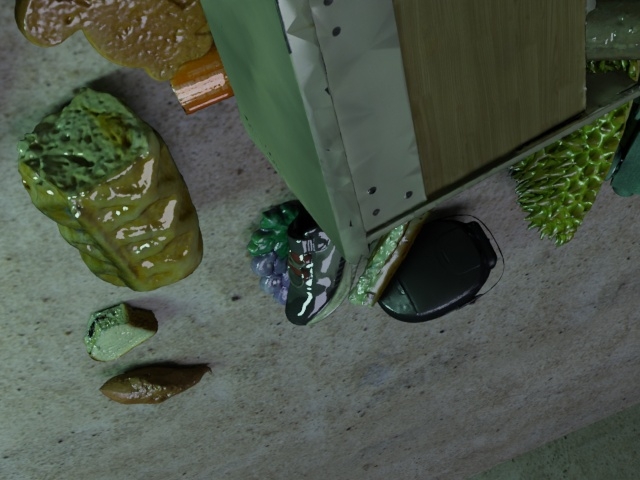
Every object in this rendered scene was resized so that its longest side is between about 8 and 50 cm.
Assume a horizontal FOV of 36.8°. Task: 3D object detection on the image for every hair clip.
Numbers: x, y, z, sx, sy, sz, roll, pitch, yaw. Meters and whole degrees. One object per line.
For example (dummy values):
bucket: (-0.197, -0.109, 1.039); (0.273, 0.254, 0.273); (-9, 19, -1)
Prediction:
hair clip: (-0.043, 0.011, 1.338); (0.124, 0.052, 0.195); (-36, 145, -14)

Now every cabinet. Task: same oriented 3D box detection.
cabinet: (0.081, -0.210, 0.811); (0.318, 0.227, 0.290); (-28, 136, -10)

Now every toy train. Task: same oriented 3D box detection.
toy train: (0.473, -0.175, 1.346); (0.105, 0.157, 0.253); (18, 147, 9)

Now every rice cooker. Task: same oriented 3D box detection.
rice cooker: (0.174, 0.046, 1.457); (0.203, 0.142, 0.118); (-24, 163, -3)

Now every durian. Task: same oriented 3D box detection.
durian: (0.358, -0.122, 1.322); (0.169, 0.158, 0.352); (-25, 149, -26)

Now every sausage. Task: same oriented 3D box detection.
sausage: (-0.042, -0.201, 0.963); (0.234, 0.071, 0.071); (-23, 151, -5)

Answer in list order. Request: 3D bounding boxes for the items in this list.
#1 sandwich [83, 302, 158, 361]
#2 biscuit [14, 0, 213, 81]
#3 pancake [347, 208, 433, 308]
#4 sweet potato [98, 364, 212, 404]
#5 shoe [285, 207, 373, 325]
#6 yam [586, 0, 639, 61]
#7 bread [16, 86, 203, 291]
sandwich: (-0.290, 0.130, 1.337); (0.105, 0.035, 0.093); (-35, 150, 19)
biscuit: (-0.175, -0.232, 0.820); (0.184, 0.035, 0.249); (-49, 140, 15)
pancake: (0.118, -0.020, 1.274); (0.197, 0.054, 0.376); (-55, 174, -33)
sweet potato: (-0.252, 0.224, 1.498); (0.068, 0.060, 0.206); (-5, -179, 42)
shoe: (0.000, 0.000, 1.258); (0.112, 0.099, 0.227); (30, 93, -37)
yam: (0.411, -0.249, 1.104); (0.259, 0.093, 0.093); (4, 155, 16)
bread: (-0.213, -0.036, 1.036); (0.152, 0.130, 0.267); (12, 155, 16)
